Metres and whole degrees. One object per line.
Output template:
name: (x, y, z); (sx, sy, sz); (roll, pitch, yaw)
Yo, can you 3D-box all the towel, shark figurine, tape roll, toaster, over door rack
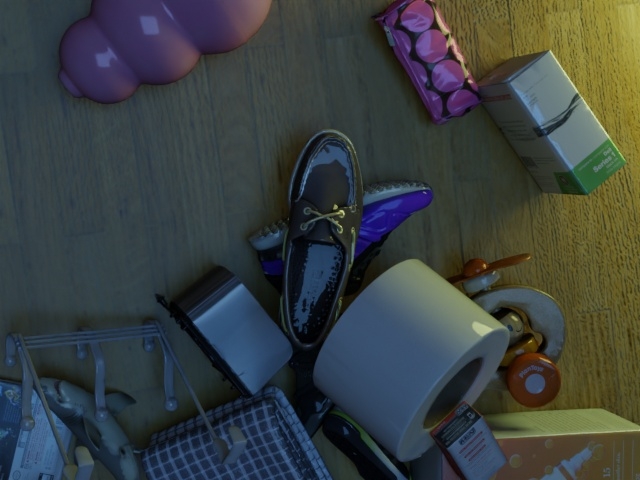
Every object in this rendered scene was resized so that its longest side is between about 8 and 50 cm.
towel: (-0.109, 0.388, 1.784); (0.235, 0.121, 0.284); (-25, 101, 10)
shark figurine: (-0.327, 0.331, 1.744); (0.116, 0.166, 0.278); (-42, 66, 25)
tape roll: (0.130, 0.171, 1.693); (0.169, 0.246, 0.246); (39, 84, 23)
toaster: (-0.141, 0.129, 1.762); (0.110, 0.168, 0.186); (-40, 103, -10)
over door rack: (-0.285, 0.234, 1.645); (0.239, 0.324, 0.108); (-4, 121, -31)

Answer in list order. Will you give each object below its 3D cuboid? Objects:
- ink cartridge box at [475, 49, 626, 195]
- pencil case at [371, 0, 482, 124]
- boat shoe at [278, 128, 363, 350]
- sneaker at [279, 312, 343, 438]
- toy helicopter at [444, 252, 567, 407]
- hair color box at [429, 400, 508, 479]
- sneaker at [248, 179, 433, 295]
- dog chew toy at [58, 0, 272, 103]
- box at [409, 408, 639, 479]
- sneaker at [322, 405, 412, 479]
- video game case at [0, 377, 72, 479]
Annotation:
ink cartridge box: (0.354, -0.183, 1.849); (0.092, 0.160, 0.219); (-38, 102, -8)
pencil case: (0.167, -0.281, 1.836); (0.098, 0.095, 0.209); (-40, 103, -38)
boat shoe: (0.000, 0.000, 1.722); (0.116, 0.097, 0.325); (10, 95, -5)
sneaker: (-0.020, 0.205, 1.841); (0.130, 0.087, 0.228); (26, 109, 11)
toy helicopter: (0.211, 0.132, 1.864); (0.354, 0.140, 0.235); (0, 101, 0)
hair color box: (0.217, 0.300, 1.711); (0.072, 0.043, 0.141); (-41, 137, -9)
sneaker: (0.047, 0.006, 1.830); (0.293, 0.102, 0.146); (-21, 99, -3)
dog chew toy: (-0.233, -0.320, 1.692); (0.331, 0.206, 0.207); (-36, 101, 1)
box: (0.329, 0.396, 1.888); (0.345, 0.168, 0.215); (-1, 94, -12)
sneaker: (0.094, 0.314, 1.849); (0.235, 0.084, 0.097); (53, 58, -37)
video game case: (-0.467, 0.306, 1.775); (0.173, 0.022, 0.191); (14, 92, -14)
